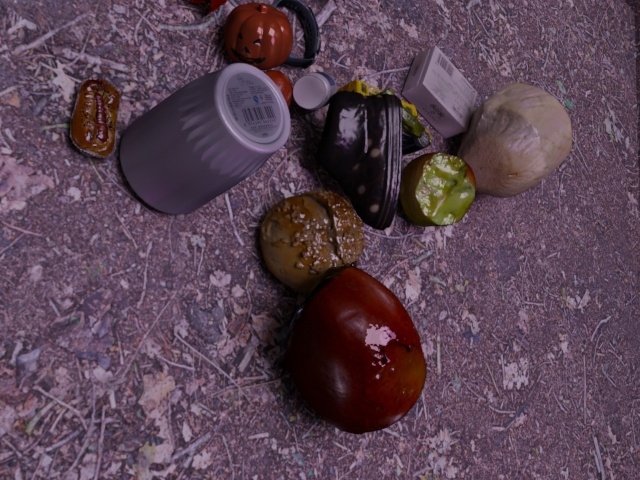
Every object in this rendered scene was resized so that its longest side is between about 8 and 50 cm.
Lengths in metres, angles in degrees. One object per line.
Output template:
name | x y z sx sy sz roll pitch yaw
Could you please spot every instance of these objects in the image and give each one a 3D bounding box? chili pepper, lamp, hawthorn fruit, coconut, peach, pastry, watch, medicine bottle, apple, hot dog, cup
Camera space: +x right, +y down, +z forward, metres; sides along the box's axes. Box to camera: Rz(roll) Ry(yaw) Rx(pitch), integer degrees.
chili pepper | 0.250 -0.377 1.953 0.052 0.050 0.201 -46 115 3
lamp | -0.164 -0.551 1.726 0.187 0.164 0.188 9 40 -8
hawthorn fruit | -0.127 -0.403 1.759 0.140 0.125 0.125 -20 93 -1
coconut | 0.680 -0.350 2.300 0.345 0.415 0.415 49 50 4
peach | 0.088 0.264 1.639 0.339 0.353 0.417 -41 106 -42
pastry | 0.000 0.000 1.738 0.315 0.184 0.285 -4 83 -42
watch | -0.079 -0.605 1.900 0.192 0.068 0.207 -24 94 -41
medicine bottle | -0.016 -0.424 1.832 0.103 0.102 0.187 64 16 -9
apple | 0.372 -0.153 2.060 0.246 0.246 0.227 9 84 -39
hot dog | -0.505 -0.277 1.458 0.108 0.059 0.191 16 67 -42
cup | -0.259 -0.228 1.462 0.253 0.371 0.254 20 60 -40

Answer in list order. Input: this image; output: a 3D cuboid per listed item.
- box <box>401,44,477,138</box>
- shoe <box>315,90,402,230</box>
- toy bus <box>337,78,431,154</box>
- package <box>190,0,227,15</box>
box | 0.423 -0.520 2.282 0.260 0.111 0.195 40 57 -30
shoe | 0.103 -0.223 1.810 0.236 0.171 0.385 2 92 -1
toy bus | 0.196 -0.375 2.029 0.330 0.144 0.152 16 69 -36
package | -0.378 -0.781 1.648 0.423 0.123 0.196 40 59 -25
